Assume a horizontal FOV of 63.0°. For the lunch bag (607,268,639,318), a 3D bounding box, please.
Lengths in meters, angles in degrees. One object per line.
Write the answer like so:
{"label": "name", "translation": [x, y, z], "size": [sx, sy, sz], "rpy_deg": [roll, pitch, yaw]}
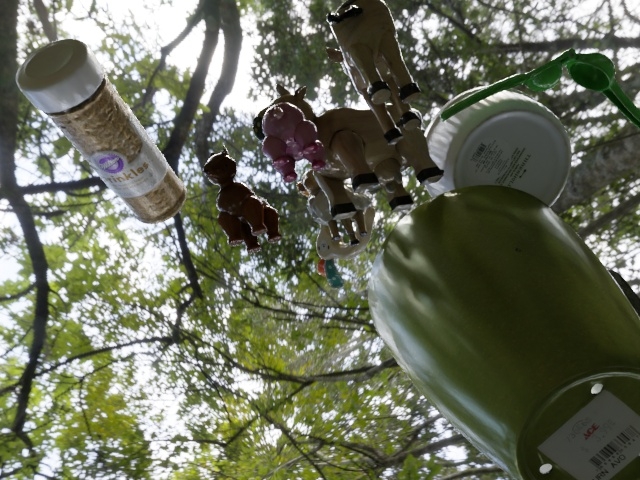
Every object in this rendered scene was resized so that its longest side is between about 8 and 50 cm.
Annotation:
{"label": "lunch bag", "translation": [0.560, 0.243, 1.100], "size": [0.213, 0.256, 0.305], "rpy_deg": [-21, -112, -26]}

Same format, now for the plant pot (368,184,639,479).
{"label": "plant pot", "translation": [0.209, 0.107, 0.541], "size": [0.275, 0.293, 0.274], "rpy_deg": [-1, -71, -4]}

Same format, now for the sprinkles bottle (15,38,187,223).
{"label": "sprinkles bottle", "translation": [-0.365, -0.174, 0.926], "size": [0.121, 0.355, 0.121], "rpy_deg": [-8, -125, 11]}

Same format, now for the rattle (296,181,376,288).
{"label": "rattle", "translation": [0.000, 0.000, 0.910], "size": [0.130, 0.199, 0.143], "rpy_deg": [47, -145, 22]}

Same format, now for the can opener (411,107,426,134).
{"label": "can opener", "translation": [0.212, -0.261, 1.190], "size": [0.076, 0.095, 0.283], "rpy_deg": [12, -158, 3]}

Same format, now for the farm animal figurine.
{"label": "farm animal figurine", "translation": [0.019, -0.132, 0.630], "size": [0.327, 0.330, 0.172], "rpy_deg": [1, -118, -45]}

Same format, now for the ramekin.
{"label": "ramekin", "translation": [0.256, -0.114, 0.759], "size": [0.207, 0.109, 0.207], "rpy_deg": [-1, -70, -2]}

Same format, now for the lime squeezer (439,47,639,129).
{"label": "lime squeezer", "translation": [0.309, -0.191, 0.677], "size": [0.311, 0.059, 0.109], "rpy_deg": [5, -74, -6]}
